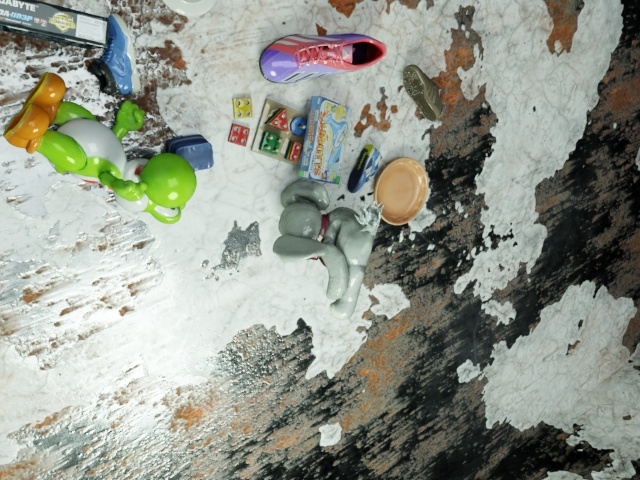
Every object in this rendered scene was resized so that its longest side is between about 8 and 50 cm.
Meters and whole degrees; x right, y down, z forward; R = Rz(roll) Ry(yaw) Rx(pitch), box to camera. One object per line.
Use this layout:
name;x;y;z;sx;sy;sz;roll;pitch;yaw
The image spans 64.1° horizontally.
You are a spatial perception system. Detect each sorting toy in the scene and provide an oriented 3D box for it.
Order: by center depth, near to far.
sorting toy;-0.095;-0.264;1.249;0.275;0.046;0.132;14;97;-34

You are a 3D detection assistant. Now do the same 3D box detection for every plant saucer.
plant saucer;0.231;-0.146;1.498;0.200;0.037;0.199;-10;110;-30

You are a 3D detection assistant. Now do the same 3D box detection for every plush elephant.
plush elephant;0.000;0.000;1.288;0.330;0.256;0.271;101;5;-49

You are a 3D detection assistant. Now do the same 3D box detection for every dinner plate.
dinner plate;-0.275;-0.544;1.065;0.141;0.017;0.141;-10;109;-31

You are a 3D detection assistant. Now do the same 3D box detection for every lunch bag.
lunch bag;-0.293;-0.193;1.135;0.099;0.065;0.067;-16;128;-29

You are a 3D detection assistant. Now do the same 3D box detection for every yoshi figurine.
yoshi figurine;-0.387;-0.166;0.998;0.362;0.203;0.203;38;84;-37

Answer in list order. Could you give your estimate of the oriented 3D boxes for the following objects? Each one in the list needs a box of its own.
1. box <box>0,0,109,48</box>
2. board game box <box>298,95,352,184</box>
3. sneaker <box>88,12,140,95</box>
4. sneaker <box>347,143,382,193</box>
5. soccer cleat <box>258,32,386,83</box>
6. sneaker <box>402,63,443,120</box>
box;-0.471;-0.370;0.870;0.175;0.220;0.051;3;106;-32
board game box;0.013;-0.249;1.295;0.136;0.035;0.201;1;100;-52
sneaker;-0.415;-0.362;1.006;0.085;0.058;0.152;-24;123;-34
sneaker;0.126;-0.190;1.408;0.059;0.053;0.144;28;90;-37
soccer cleat;0.009;-0.440;1.215;0.318;0.116;0.108;-18;114;-27
sneaker;0.292;-0.428;1.443;0.071;0.066;0.188;-58;132;-24
